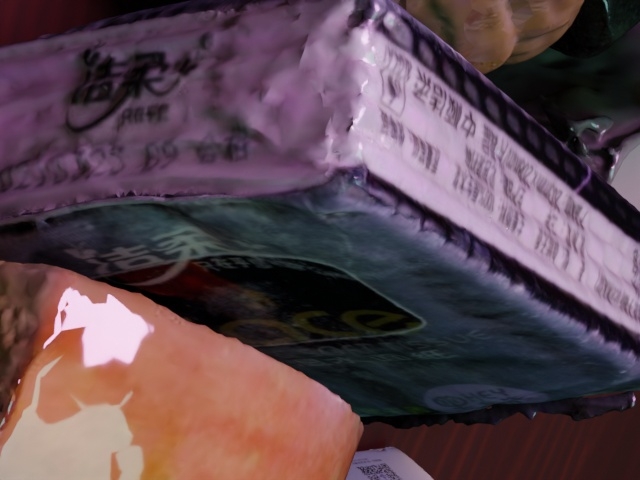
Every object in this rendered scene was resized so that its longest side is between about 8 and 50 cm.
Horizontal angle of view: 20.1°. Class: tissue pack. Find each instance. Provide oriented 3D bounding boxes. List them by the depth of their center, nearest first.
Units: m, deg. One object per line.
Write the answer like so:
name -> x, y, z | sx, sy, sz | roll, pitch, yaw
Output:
tissue pack -> 0.000, 0.000, 0.898 | 0.361, 0.259, 0.122 | 30, 57, -55

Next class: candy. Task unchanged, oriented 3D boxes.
candy -> 0.174, -0.033, 1.142 | 0.185, 0.137, 0.195 | -26, 134, -32

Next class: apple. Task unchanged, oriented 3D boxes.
apple -> -0.138, 0.124, 0.855 | 0.314, 0.252, 0.309 | -38, 139, 12

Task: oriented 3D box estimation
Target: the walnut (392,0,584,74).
walnut -> 0.042, -0.184, 0.831 | 0.198, 0.198, 0.245 | -39, 141, -18

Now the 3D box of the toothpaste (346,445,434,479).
toothpaste -> -0.011, 0.291, 1.264 | 0.089, 0.071, 0.313 | -1, 120, -42

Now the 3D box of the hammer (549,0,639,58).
hammer -> 0.190, -0.317, 0.992 | 0.242, 0.095, 0.408 | -34, 134, -24
